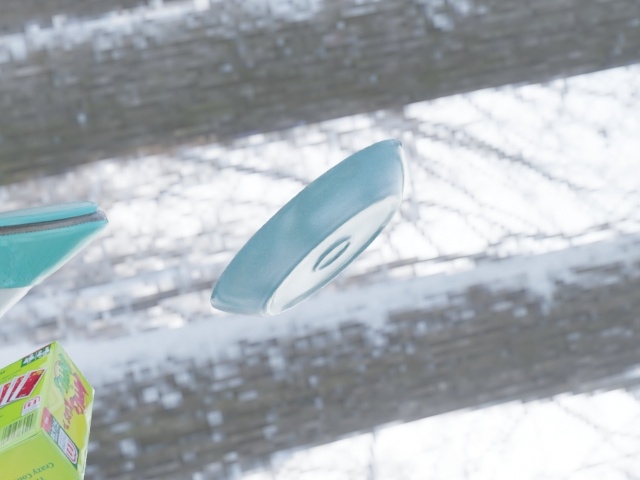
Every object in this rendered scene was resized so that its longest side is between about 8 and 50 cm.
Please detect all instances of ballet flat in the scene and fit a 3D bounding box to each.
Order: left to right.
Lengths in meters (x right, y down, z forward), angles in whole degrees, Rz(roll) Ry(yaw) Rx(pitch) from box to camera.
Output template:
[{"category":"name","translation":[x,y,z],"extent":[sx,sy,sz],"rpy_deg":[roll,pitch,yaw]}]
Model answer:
[{"category":"ballet flat","translation":[-0.253,0.027,1.132],"extent":[0.083,0.247,0.087],"rpy_deg":[-166,-109,-78]}]

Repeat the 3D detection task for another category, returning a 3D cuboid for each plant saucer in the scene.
[{"category":"plant saucer","translation":[0.000,0.000,0.870],"extent":[0.021,0.119,0.119],"rpy_deg":[49,-26,13]}]

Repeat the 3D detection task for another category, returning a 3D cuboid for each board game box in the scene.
[{"category":"board game box","translation":[-0.217,0.134,1.031],"extent":[0.043,0.181,0.092],"rpy_deg":[57,14,-26]}]
